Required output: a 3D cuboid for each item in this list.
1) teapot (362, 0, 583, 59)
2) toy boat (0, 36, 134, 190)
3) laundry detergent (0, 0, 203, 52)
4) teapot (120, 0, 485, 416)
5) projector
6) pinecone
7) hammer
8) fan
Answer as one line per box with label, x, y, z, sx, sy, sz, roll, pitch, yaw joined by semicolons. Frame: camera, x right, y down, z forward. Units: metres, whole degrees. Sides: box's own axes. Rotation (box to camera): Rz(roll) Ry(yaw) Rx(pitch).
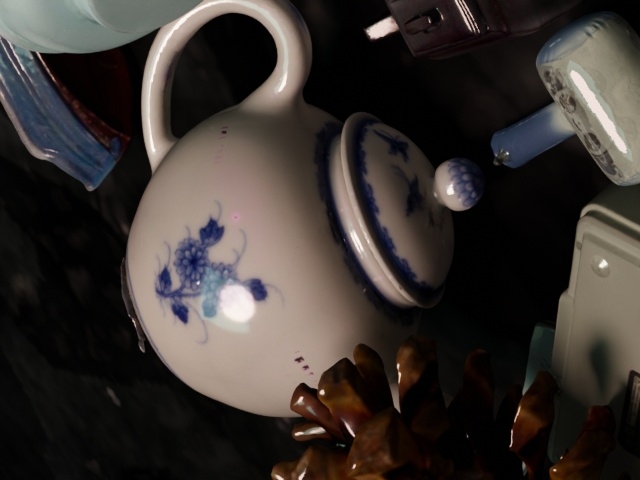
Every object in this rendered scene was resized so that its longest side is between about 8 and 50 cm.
teapot;0.095;-0.166;1.114;0.177;0.096;0.087;-10;111;53
toy boat;-0.271;-0.183;1.513;0.142;0.129;0.309;-9;114;42
laundry detergent;-0.196;-0.304;1.162;0.305;0.287;0.287;41;145;21
teapot;0.000;0.000;1.274;0.280;0.252;0.424;-23;96;22
projector;0.258;0.095;1.149;0.192;0.099;0.257;31;140;31
pinecone;0.109;0.188;1.115;0.309;0.244;0.244;42;145;13
hammer;0.171;-0.081;1.138;0.116;0.069;0.194;55;155;-3
fan;0.172;0.164;1.388;0.057;0.023;0.282;38;142;20
